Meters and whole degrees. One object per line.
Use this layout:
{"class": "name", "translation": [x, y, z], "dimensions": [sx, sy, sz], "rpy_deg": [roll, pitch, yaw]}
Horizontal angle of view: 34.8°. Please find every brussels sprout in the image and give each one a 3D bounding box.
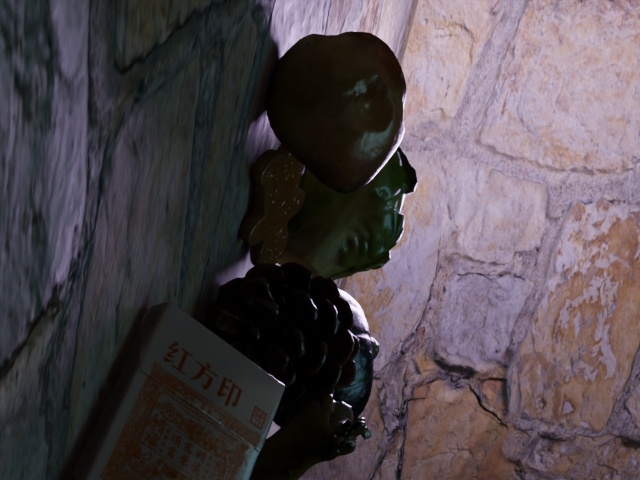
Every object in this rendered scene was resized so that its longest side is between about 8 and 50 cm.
{"class": "brussels sprout", "translation": [0.044, -0.050, 1.829], "dimensions": [0.294, 0.227, 0.259], "rpy_deg": [-47, 169, -14]}

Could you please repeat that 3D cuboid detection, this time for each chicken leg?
{"class": "chicken leg", "translation": [-0.095, 0.361, 1.561], "dimensions": [0.429, 0.201, 0.153], "rpy_deg": [-38, -130, 23]}

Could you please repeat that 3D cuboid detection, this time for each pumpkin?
{"class": "pumpkin", "translation": [0.000, 0.237, 2.053], "dimensions": [0.315, 0.238, 0.315], "rpy_deg": [176, -90, -76]}

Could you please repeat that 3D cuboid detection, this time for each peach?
{"class": "peach", "translation": [0.025, -0.186, 1.507], "dimensions": [0.214, 0.214, 0.236], "rpy_deg": [86, 1, -72]}

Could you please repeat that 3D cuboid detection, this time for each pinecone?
{"class": "pinecone", "translation": [-0.068, 0.145, 1.566], "dimensions": [0.309, 0.244, 0.244], "rpy_deg": [42, 64, -70]}

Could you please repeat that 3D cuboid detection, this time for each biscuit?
{"class": "biscuit", "translation": [-0.079, -0.056, 1.648], "dimensions": [0.165, 0.036, 0.250], "rpy_deg": [-40, 149, -44]}

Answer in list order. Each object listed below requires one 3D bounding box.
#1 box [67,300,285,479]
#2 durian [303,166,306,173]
{"class": "box", "translation": [-0.179, 0.274, 1.158], "dimensions": [0.051, 0.204, 0.365], "rpy_deg": [-17, -138, 45]}
{"class": "durian", "translation": [0.047, -0.128, 2.039], "dimensions": [0.158, 0.168, 0.137], "rpy_deg": [-44, 175, 31]}
